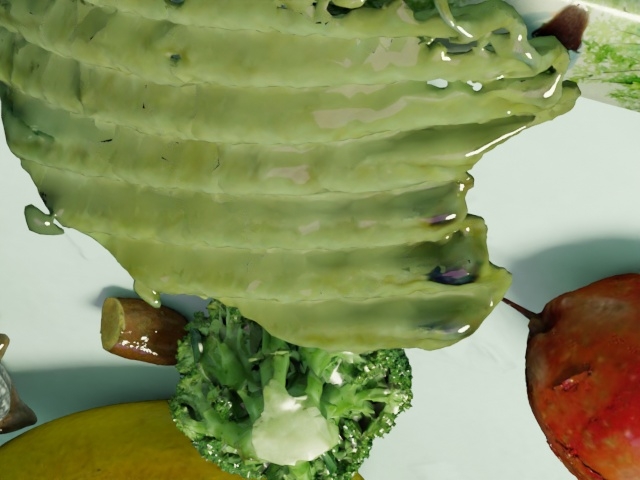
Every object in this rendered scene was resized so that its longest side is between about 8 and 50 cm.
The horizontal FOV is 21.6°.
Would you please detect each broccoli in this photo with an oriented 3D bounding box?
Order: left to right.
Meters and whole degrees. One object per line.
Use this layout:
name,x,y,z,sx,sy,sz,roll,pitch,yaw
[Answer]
broccoli,-0.022,0.109,1.264,0.195,0.195,0.156,15,-173,-7

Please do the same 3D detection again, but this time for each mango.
mango,-0.157,0.285,1.438,0.445,0.220,0.301,-12,105,21

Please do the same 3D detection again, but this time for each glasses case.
glasses case,0.135,-0.130,0.955,0.272,0.062,0.095,14,145,-5

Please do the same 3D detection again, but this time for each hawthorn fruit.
hawthorn fruit,0.218,0.104,1.183,0.235,0.181,0.181,26,143,-5

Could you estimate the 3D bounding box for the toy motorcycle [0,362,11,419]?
toy motorcycle,-0.355,0.011,1.231,0.222,0.108,0.341,9,136,17

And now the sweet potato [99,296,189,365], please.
sweet potato,-0.119,0.079,1.329,0.117,0.049,0.049,19,144,-19

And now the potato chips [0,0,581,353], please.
potato chips,-0.060,-0.082,0.965,0.389,0.097,0.373,21,147,8

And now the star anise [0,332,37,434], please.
star anise,-0.344,0.119,1.420,0.212,0.073,0.197,0,142,17
